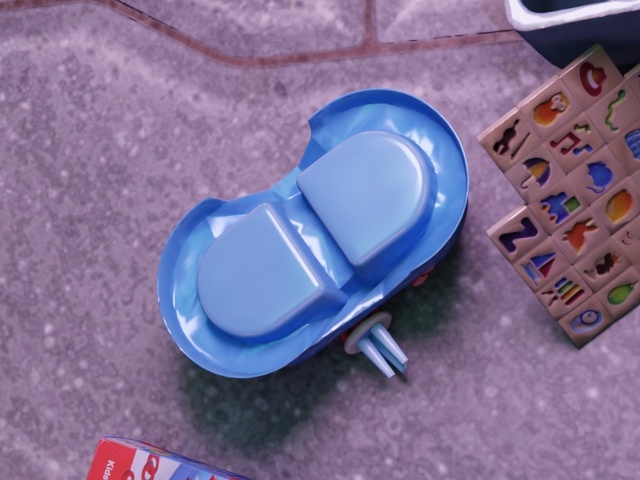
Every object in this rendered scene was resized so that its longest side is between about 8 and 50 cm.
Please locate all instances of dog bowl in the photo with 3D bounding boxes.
[{"bbox_3d":[0.000,0.000,1.233,0.297,0.074,0.166,-37,70,8],"label":"dog bowl"}]

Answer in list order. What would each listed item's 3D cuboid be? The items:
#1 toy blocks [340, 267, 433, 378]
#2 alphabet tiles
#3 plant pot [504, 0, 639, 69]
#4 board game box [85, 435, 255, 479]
[{"bbox_3d":[0.050,0.038,1.277,0.123,0.054,0.148,-43,69,5],"label":"toy blocks"},{"bbox_3d":[0.232,-0.041,1.159,0.198,0.237,0.009,-38,34,7],"label":"alphabet tiles"},{"bbox_3d":[0.285,-0.262,1.162,0.247,0.252,0.248,-8,76,17],"label":"plant pot"},{"bbox_3d":[-0.091,0.359,1.234,0.302,0.086,0.308,14,83,21],"label":"board game box"}]
